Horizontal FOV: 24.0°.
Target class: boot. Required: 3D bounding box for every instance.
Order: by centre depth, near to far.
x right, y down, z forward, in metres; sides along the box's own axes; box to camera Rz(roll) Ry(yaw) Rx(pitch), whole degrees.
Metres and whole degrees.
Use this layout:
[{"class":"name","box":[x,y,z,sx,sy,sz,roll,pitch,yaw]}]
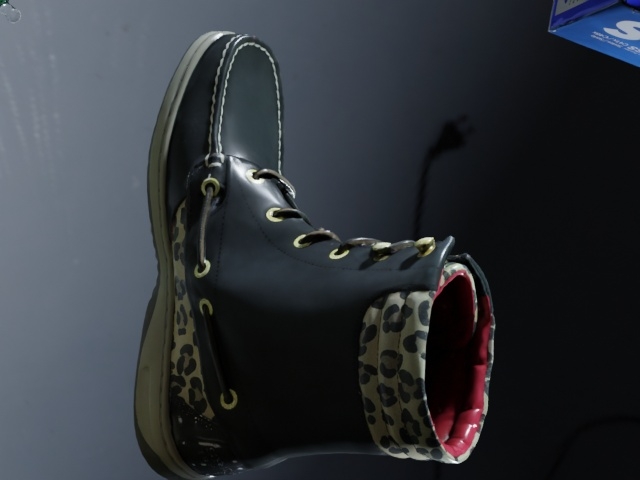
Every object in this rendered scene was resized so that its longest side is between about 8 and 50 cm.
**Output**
[{"class":"boot","box":[0.001,0.001,0.740,0.085,0.178,0.236,22,68,-50]}]

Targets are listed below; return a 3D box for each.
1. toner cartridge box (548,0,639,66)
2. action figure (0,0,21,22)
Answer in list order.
[{"class":"toner cartridge box","box":[0.308,-0.148,0.882,0.348,0.075,0.165,18,79,-22]},{"class":"action figure","box":[-0.441,-0.322,1.789,0.137,0.232,0.063,-32,146,-16]}]
